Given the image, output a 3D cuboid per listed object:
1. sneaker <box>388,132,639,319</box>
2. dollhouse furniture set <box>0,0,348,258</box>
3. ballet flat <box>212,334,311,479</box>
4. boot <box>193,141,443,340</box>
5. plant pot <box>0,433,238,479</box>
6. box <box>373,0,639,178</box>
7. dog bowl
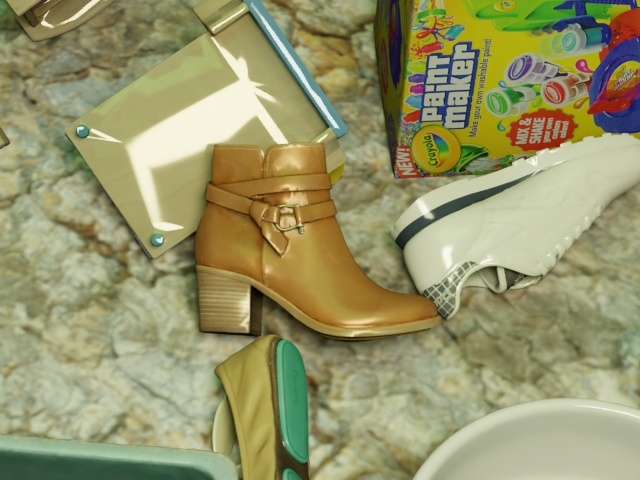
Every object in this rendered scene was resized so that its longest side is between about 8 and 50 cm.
[{"bbox_3d":[0.173,-0.013,1.511,0.235,0.090,0.095,-22,70,-17],"label":"sneaker"},{"bbox_3d":[-0.168,-0.104,1.567,0.286,0.198,0.303,-36,91,-4],"label":"dollhouse furniture set"},{"bbox_3d":[-0.039,0.175,1.355,0.073,0.080,0.232,-21,47,16],"label":"ballet flat"},{"bbox_3d":[0.000,0.000,1.441,0.197,0.073,0.152,4,85,1],"label":"boot"},{"bbox_3d":[-0.182,0.288,1.126,0.247,0.252,0.248,4,51,1],"label":"plant pot"},{"bbox_3d":[0.195,-0.209,1.517,0.279,0.290,0.177,-3,57,-4],"label":"box"},{"bbox_3d":[0.177,0.244,1.278,0.264,0.104,0.265,1,51,-2],"label":"dog bowl"}]
